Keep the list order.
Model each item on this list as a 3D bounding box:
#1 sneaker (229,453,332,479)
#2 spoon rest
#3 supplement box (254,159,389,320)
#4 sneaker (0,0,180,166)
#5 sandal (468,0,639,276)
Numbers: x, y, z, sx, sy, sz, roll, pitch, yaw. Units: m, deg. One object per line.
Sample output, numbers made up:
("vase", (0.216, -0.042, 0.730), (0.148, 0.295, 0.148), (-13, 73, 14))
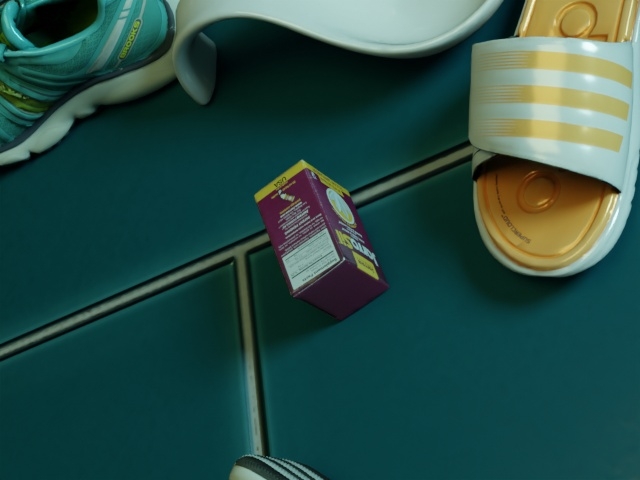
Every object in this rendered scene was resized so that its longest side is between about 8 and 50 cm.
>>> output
("sneaker", (0.016, 0.217, 0.688), (0.228, 0.086, 0.132), (26, 94, 46))
("spoon rest", (0.006, -0.163, 0.857), (0.276, 0.084, 0.137), (-15, 62, 31))
("supplement box", (0.000, 0.000, 0.805), (0.043, 0.055, 0.083), (-35, 54, 18))
("sneaker", (-0.225, -0.144, 0.997), (0.275, 0.110, 0.107), (-25, 57, 26))
("sandal", (0.133, -0.111, 0.745), (0.102, 0.076, 0.265), (0, 70, 36))
